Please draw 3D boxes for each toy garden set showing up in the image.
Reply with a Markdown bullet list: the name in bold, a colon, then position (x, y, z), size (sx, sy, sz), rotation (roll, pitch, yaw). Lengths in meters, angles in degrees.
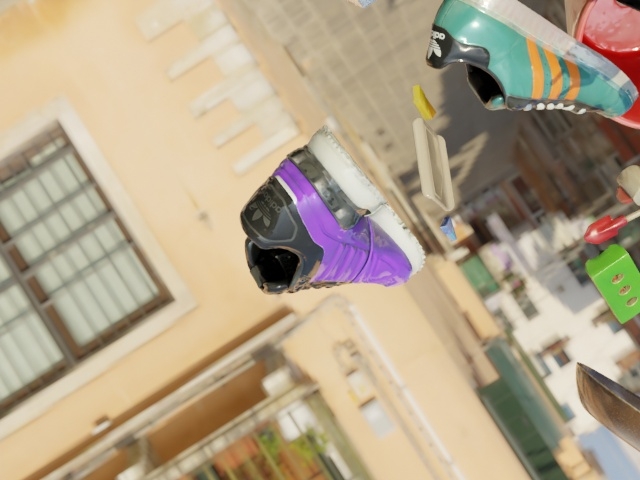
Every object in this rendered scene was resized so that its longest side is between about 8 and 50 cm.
- **toy garden set**: position (0.359, -0.047, 1.168), size (0.244, 0.049, 0.204), rotation (-36, 138, 7)

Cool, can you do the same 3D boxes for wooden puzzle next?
- **wooden puzzle**: position (0.091, -0.062, 0.965), size (0.014, 0.116, 0.078), rotation (-12, 162, 20)

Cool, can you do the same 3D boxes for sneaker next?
- **sneaker**: position (-0.001, -0.001, 1.130), size (0.146, 0.102, 0.293), rotation (-39, 154, 2)
- **sneaker**: position (0.247, -0.200, 1.406), size (0.121, 0.302, 0.108), rotation (-61, -150, 8)

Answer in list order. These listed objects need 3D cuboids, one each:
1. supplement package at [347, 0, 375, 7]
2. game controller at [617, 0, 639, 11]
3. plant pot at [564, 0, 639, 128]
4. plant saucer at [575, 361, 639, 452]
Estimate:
- **supplement package**: position (0.103, -0.498, 1.912), size (0.203, 0.149, 0.194), rotation (-32, -163, 1)
- **game controller**: position (0.424, -0.287, 1.358), size (0.319, 0.167, 0.067), rotation (-39, 143, -61)
- **plant pot**: position (0.477, -0.327, 1.718), size (0.275, 0.275, 0.243), rotation (-34, -156, 14)
- **plant saucer**: position (0.458, 0.265, 1.545), size (0.050, 0.311, 0.310), rotation (-59, 172, 4)
